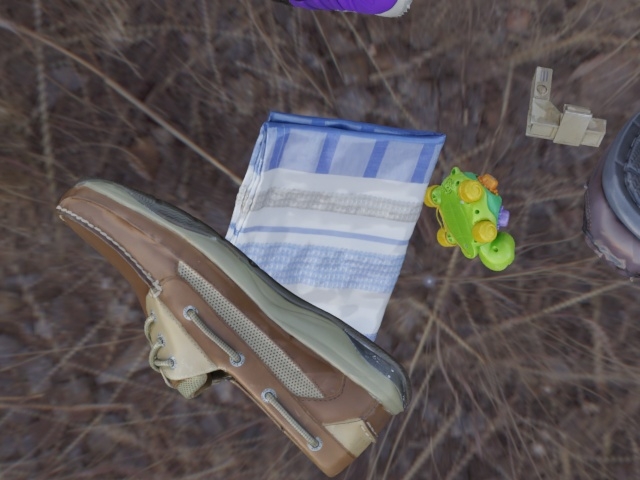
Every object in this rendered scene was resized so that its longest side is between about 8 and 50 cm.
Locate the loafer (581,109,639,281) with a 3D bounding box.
[{"bbox_3d":[0.226,-0.030,0.949,0.109,0.302,0.095,46,127,8],"label":"loafer"}]

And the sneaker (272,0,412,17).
[{"bbox_3d":[0.002,-0.302,1.772,0.146,0.293,0.102,2,92,-21],"label":"sneaker"}]

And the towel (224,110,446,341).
[{"bbox_3d":[0.000,0.000,1.669,0.209,0.034,0.285,5,123,-22],"label":"towel"}]

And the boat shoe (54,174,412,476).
[{"bbox_3d":[-0.085,0.069,1.264,0.324,0.122,0.120,34,83,10],"label":"boat shoe"}]

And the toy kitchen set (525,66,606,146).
[{"bbox_3d":[0.278,-0.156,1.757,0.083,0.068,0.075,9,65,0],"label":"toy kitchen set"}]

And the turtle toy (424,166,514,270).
[{"bbox_3d":[0.177,-0.024,1.785,0.066,0.095,0.130,-26,100,-29],"label":"turtle toy"}]
